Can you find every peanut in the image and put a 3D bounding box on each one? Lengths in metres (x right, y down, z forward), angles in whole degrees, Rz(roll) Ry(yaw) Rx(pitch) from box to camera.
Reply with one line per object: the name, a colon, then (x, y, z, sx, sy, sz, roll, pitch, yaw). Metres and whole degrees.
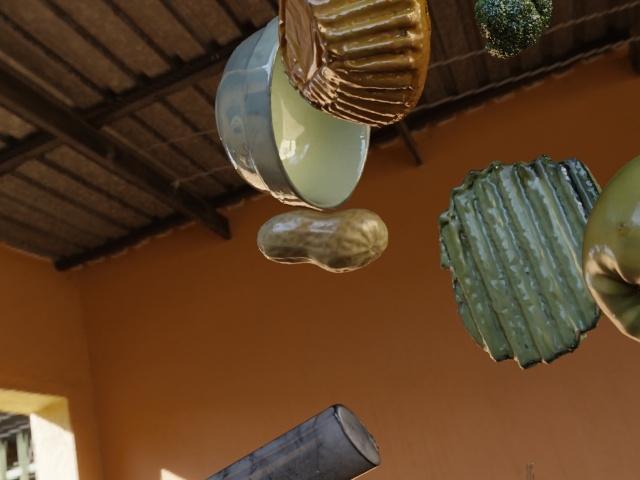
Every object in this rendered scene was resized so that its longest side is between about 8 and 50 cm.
peanut: (0.000, 0.000, 1.349, 0.256, 0.124, 0.123, -1, -20, 12)

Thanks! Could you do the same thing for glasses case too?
glasses case: (-0.059, 0.356, 1.071, 0.299, 0.114, 0.060, -34, 11, 20)

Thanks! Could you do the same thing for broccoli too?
broccoli: (0.400, -0.482, 1.489, 0.195, 0.156, 0.195, -29, -34, -22)

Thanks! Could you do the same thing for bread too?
bread: (0.034, -0.238, 0.818, 0.139, 0.240, 0.240, -23, -20, -14)

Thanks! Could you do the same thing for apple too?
apple: (0.451, 0.013, 0.841, 0.262, 0.262, 0.262, -13, -22, -5)

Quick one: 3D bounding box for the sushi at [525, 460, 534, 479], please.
sushi: (0.372, 0.466, 1.177, 0.040, 0.193, 0.210, -2, -17, 12)

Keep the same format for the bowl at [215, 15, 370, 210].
bowl: (-0.052, -0.203, 1.127, 0.163, 0.307, 0.307, 5, -11, 30)

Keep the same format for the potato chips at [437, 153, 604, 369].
potato chips: (0.416, 0.030, 1.416, 0.358, 0.429, 0.070, -25, -24, 24)
